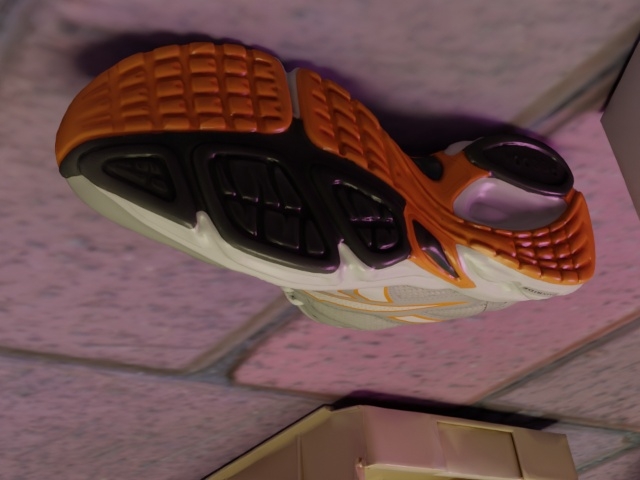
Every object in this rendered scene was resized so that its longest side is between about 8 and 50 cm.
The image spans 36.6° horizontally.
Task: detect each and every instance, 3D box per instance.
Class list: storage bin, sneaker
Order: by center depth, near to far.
[{"bbox_3d":[0.000,0.000,0.439,0.262,0.099,0.121,13,147,-32],"label":"sneaker"},{"bbox_3d":[0.055,0.250,0.850,0.262,0.123,0.260,15,142,-35],"label":"storage bin"}]

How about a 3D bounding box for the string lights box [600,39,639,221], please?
[{"bbox_3d":[0.270,-0.073,0.406,0.259,0.077,0.133,-5,149,-8],"label":"string lights box"}]
